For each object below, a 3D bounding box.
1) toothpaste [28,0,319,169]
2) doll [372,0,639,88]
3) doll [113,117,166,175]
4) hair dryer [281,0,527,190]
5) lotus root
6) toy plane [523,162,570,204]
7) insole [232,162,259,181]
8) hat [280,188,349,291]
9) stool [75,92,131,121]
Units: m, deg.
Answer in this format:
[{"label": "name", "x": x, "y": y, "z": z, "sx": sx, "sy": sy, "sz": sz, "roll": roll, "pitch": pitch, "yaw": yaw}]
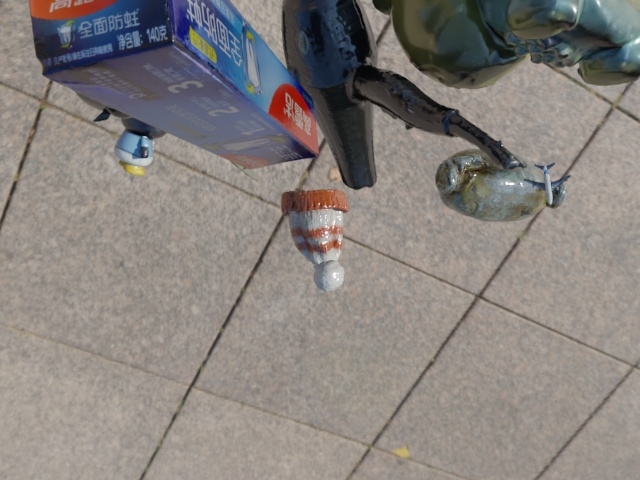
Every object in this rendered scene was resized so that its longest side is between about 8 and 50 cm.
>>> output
[{"label": "toothpaste", "x": -0.072, "y": -0.109, "z": 0.441, "sx": 0.076, "sy": 0.320, "sz": 0.066, "roll": -8, "pitch": 87, "yaw": 11}, {"label": "doll", "x": 0.185, "y": -0.242, "z": 0.618, "sx": 0.177, "sy": 0.260, "sz": 0.162, "roll": 13, "pitch": 88, "yaw": -33}, {"label": "doll", "x": -0.439, "y": -0.326, "z": 1.551, "sx": 0.141, "sy": 0.177, "sz": 0.314, "roll": 10, "pitch": 110, "yaw": -38}, {"label": "hair dryer", "x": 0.086, "y": -0.126, "z": 0.683, "sx": 0.120, "sy": 0.359, "sz": 0.304, "roll": -31, "pitch": 134, "yaw": -16}, {"label": "lotus root", "x": 0.421, "y": -0.126, "z": 1.444, "sx": 0.349, "sy": 0.175, "sz": 0.175, "roll": 8, "pitch": 114, "yaw": -21}, {"label": "toy plane", "x": 0.394, "y": -0.099, "z": 1.052, "sx": 0.077, "sy": 0.024, "sz": 0.084, "roll": -2, "pitch": 132, "yaw": 30}, {"label": "insole", "x": -0.178, "y": -0.168, "z": 1.071, "sx": 0.188, "sy": 0.064, "sz": 0.004, "roll": 41, "pitch": 104, "yaw": -18}, {"label": "hat", "x": 0.000, "y": 0.000, "z": 0.958, "sx": 0.112, "sy": 0.093, "sz": 0.163, "roll": -4, "pitch": 86, "yaw": -26}, {"label": "stool", "x": -0.345, "y": -0.316, "z": 1.032, "sx": 0.139, "sy": 0.228, "sz": 0.153, "roll": 25, "pitch": 155, "yaw": 13}]
